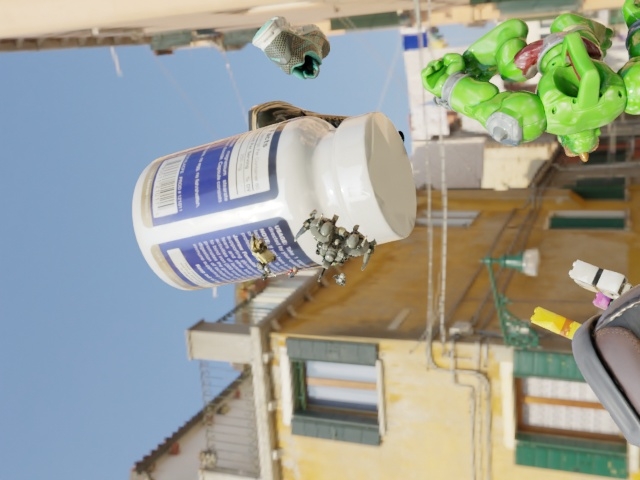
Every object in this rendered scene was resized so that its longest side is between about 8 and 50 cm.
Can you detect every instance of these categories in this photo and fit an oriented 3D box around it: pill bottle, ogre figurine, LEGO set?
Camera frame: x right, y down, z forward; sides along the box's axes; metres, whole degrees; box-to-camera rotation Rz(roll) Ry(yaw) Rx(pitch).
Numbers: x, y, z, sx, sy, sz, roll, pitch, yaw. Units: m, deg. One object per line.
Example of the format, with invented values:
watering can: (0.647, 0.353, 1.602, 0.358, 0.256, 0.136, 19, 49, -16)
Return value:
pill bottle: (-0.046, -0.040, 0.748, 0.153, 0.265, 0.153, 33, -128, -56)
ogre figurine: (0.188, -0.129, 0.574, 0.097, 0.197, 0.118, 98, 168, -45)
LEGO set: (0.299, 0.085, 0.818, 0.227, 0.093, 0.087, 28, -93, -55)
LEGO set: (0.000, 0.002, 0.434, 0.083, 0.054, 0.023, -23, -27, -36)

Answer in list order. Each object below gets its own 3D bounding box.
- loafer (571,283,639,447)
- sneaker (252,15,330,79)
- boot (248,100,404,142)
loafer: (0.296, 0.155, 0.482, 0.109, 0.302, 0.095, -11, -34, -41)
sneaker: (-0.024, -0.242, 0.961, 0.076, 0.065, 0.166, 53, -153, 8)
boot: (0.010, -0.155, 0.996, 0.198, 0.137, 0.077, -3, -87, -53)
